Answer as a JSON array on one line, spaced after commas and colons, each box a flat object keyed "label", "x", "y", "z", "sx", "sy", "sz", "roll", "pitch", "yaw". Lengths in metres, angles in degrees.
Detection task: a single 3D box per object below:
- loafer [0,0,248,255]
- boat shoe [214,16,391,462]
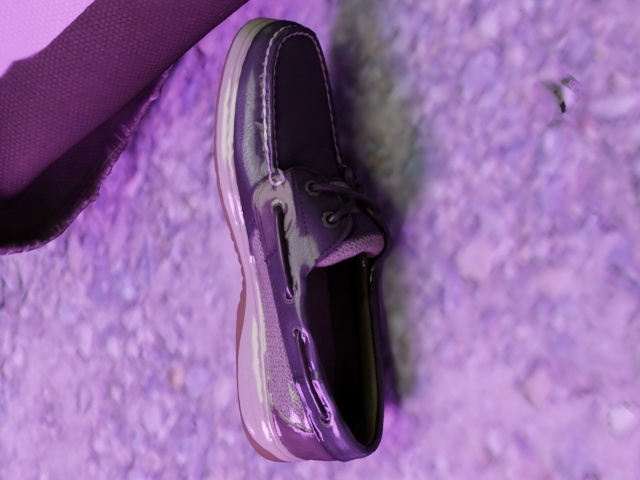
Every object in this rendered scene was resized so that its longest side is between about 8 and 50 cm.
[{"label": "loafer", "x": -0.060, "y": -0.130, "z": 0.491, "sx": 0.130, "sy": 0.134, "sz": 0.366, "roll": 46, "pitch": 119, "yaw": 33}, {"label": "boat shoe", "x": 0.000, "y": 0.000, "z": 0.494, "sx": 0.049, "sy": 0.056, "sz": 0.152, "roll": 0, "pitch": 99, "yaw": 38}]
